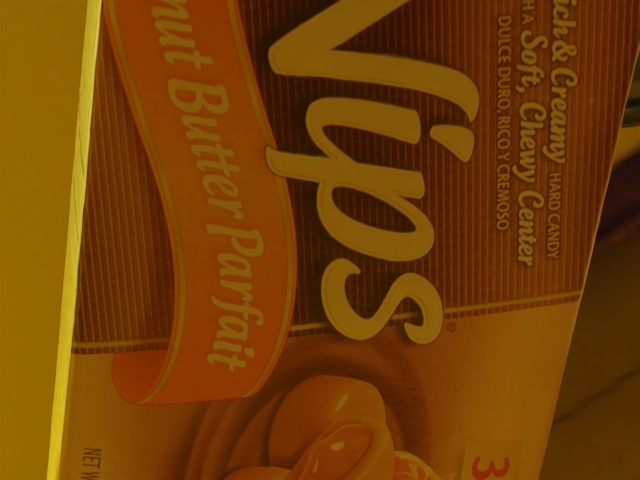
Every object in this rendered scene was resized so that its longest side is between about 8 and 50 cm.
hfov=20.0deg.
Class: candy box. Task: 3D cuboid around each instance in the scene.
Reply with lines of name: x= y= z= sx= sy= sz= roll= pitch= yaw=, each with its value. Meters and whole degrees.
candy box: x=0.000 y=0.000 z=0.669 sx=0.183 sy=0.316 sz=0.087 roll=3 pitch=27 yaw=-11

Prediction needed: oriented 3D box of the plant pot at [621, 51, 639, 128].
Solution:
plant pot: x=0.173 y=-0.238 z=0.758 sx=0.341 sy=0.341 sz=0.334 roll=-37 pitch=6 yaw=-17
